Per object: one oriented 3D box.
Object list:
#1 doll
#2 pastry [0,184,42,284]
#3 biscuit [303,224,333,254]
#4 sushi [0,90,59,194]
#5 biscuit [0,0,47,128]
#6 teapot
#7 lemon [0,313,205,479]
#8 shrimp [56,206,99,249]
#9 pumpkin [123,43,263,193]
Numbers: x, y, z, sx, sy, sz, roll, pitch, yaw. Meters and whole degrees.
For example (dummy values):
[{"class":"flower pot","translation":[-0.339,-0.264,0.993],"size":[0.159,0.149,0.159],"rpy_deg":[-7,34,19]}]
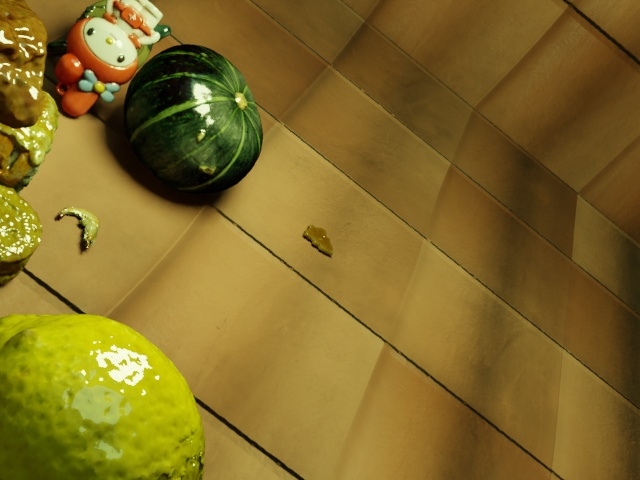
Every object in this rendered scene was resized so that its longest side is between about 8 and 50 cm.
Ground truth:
[{"class":"doll","translation":[-0.456,-0.392,1.916],"size":[0.161,0.290,0.130],"rpy_deg":[42,3,-16]},{"class":"pastry","translation":[-0.562,-0.012,1.513],"size":[0.189,0.103,0.188],"rpy_deg":[26,36,-21]},{"class":"biscuit","translation":[0.000,0.000,2.165],"size":[0.092,0.016,0.082],"rpy_deg":[52,29,15]},{"class":"sushi","translation":[-0.561,-0.186,1.654],"size":[0.139,0.184,0.274],"rpy_deg":[31,27,-22]},{"class":"biscuit","translation":[-0.647,-0.341,1.450],"size":[0.395,0.166,0.342],"rpy_deg":[10,23,-32]},{"class":"teapot","translation":[-0.469,-0.451,2.049],"size":[0.270,0.173,0.182],"rpy_deg":[-14,17,-23]},{"class":"lemon","translation":[-0.337,0.263,1.199],"size":[0.387,0.350,0.350],"rpy_deg":[46,33,7]},{"class":"shrimp","translation":[-0.455,-0.025,1.716],"size":[0.083,0.023,0.114],"rpy_deg":[20,33,-25]},{"class":"pumpkin","translation":[-0.264,-0.257,1.955],"size":[0.323,0.241,0.323],"rpy_deg":[41,34,-36]}]
